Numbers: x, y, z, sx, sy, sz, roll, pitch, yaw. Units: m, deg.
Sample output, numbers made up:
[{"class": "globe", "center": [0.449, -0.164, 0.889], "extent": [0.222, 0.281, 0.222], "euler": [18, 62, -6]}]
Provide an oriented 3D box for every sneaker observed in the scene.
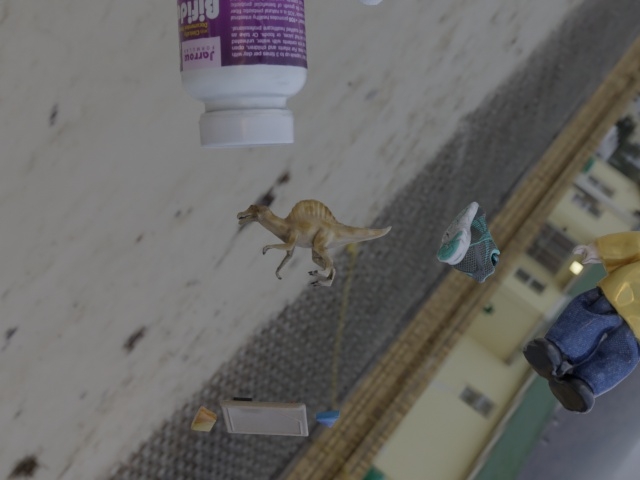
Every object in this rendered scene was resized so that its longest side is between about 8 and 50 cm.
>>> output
[{"class": "sneaker", "center": [0.201, 0.007, 1.565], "extent": [0.065, 0.076, 0.166], "euler": [-49, -176, 28]}]

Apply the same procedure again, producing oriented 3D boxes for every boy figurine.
[{"class": "boy figurine", "center": [0.359, 0.061, 1.336], "extent": [0.285, 0.177, 0.092], "euler": [-40, 174, -12]}]

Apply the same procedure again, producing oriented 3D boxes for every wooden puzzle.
[{"class": "wooden puzzle", "center": [-0.045, 0.141, 0.955], "extent": [0.078, 0.116, 0.014], "euler": [101, -6, -63]}]

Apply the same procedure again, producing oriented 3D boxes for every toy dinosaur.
[{"class": "toy dinosaur", "center": [0.000, 0.000, 1.314], "extent": [0.053, 0.183, 0.093], "euler": [137, -41, -66]}]

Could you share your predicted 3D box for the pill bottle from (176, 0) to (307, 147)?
[{"class": "pill bottle", "center": [-0.103, -0.273, 1.556], "extent": [0.169, 0.169, 0.302], "euler": [-13, 100, -79]}]

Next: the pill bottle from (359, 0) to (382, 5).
[{"class": "pill bottle", "center": [0.095, -0.406, 1.729], "extent": [0.078, 0.078, 0.137], "euler": [-47, -178, -36]}]
